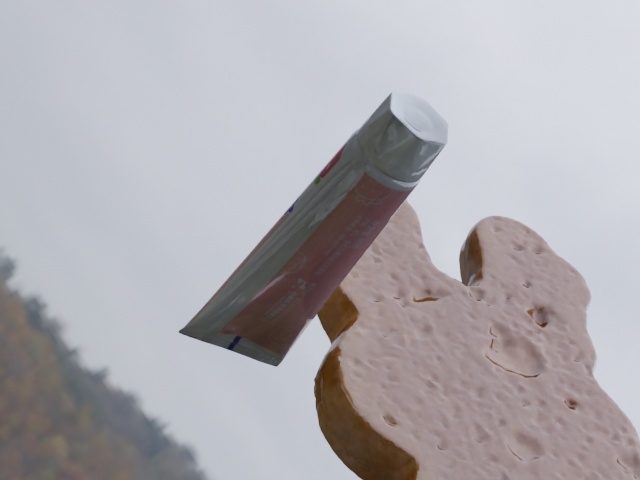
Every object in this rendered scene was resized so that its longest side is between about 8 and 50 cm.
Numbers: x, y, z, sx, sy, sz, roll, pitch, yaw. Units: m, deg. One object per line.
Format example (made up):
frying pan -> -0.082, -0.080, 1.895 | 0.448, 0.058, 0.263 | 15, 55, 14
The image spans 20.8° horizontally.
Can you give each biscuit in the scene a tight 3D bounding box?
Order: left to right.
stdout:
biscuit -> 0.087, 0.092, 1.007 | 0.333, 0.202, 0.047 | -102, -149, -49

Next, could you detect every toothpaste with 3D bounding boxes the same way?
toothpaste -> 0.000, 0.000, 0.947 | 0.067, 0.194, 0.043 | 21, 37, -28
